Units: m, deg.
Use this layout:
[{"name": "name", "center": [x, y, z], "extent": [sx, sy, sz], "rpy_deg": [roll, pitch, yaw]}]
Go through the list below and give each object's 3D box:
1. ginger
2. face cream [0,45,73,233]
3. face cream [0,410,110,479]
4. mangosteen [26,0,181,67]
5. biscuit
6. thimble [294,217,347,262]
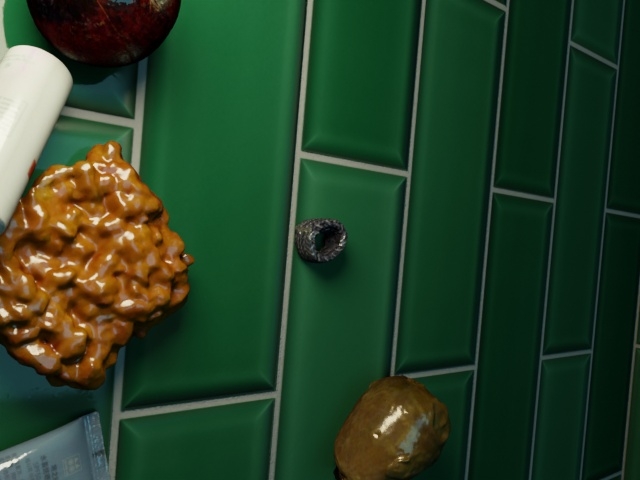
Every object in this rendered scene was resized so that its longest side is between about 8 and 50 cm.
[{"name": "ginger", "center": [0.158, 0.417, 1.239], "extent": [0.269, 0.200, 0.223], "rpy_deg": [0, 96, -38]}, {"name": "face cream", "center": [-0.427, -0.103, 0.729], "extent": [0.102, 0.102, 0.345], "rpy_deg": [33, 51, -35]}, {"name": "face cream", "center": [-0.499, 0.371, 0.803], "extent": [0.385, 0.086, 0.135], "rpy_deg": [-9, 86, -41]}, {"name": "mangosteen", "center": [-0.315, -0.350, 0.825], "extent": [0.216, 0.216, 0.216], "rpy_deg": [-4, 96, -38]}, {"name": "biscuit", "center": [-0.361, 0.046, 0.865], "extent": [0.312, 0.110, 0.318], "rpy_deg": [-42, 116, -28]}, {"name": "thimble", "center": [0.002, 0.001, 1.169], "extent": [0.104, 0.066, 0.095], "rpy_deg": [4, 88, -38]}]
